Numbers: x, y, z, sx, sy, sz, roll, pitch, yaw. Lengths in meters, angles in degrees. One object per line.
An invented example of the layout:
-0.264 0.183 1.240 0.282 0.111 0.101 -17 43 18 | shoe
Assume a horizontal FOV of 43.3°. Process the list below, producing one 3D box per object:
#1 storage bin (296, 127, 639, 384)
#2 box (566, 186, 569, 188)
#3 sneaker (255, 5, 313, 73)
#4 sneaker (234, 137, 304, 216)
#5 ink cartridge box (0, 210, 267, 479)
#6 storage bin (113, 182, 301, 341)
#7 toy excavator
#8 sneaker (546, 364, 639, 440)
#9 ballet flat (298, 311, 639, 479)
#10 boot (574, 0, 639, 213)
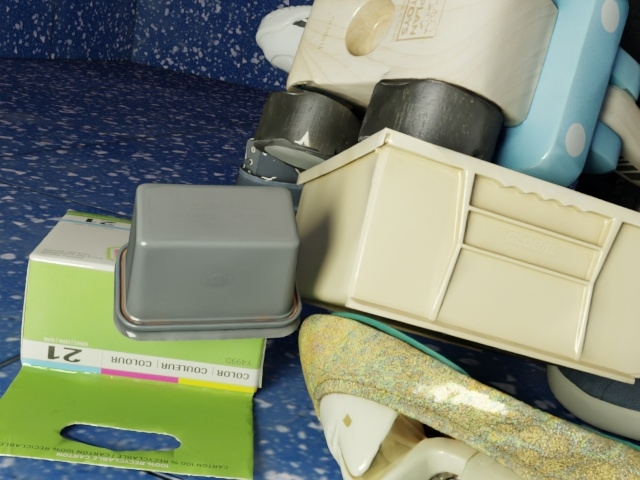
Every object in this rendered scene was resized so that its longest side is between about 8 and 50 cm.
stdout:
0.117 0.023 0.675 0.260 0.123 0.262 16 -6 -13 | storage bin
0.277 -0.130 1.210 0.201 0.293 0.057 20 16 33 | box
0.049 -0.114 0.924 0.365 0.210 0.137 29 -6 13 | sneaker
-0.107 -0.056 0.954 0.226 0.163 0.086 14 17 19 | sneaker
-0.131 0.066 0.613 0.188 0.097 0.255 9 15 -7 | ink cartridge box
-0.075 0.005 0.567 0.135 0.091 0.098 1 50 -14 | storage bin
0.233 -0.113 0.746 0.445 0.222 0.433 21 -8 -40 | toy excavator
0.285 0.067 0.777 0.131 0.148 0.350 9 15 -4 | sneaker
0.085 0.140 0.484 0.348 0.123 0.123 20 18 40 | ballet flat
0.530 -0.126 1.064 0.367 0.445 0.146 14 16 16 | boot
